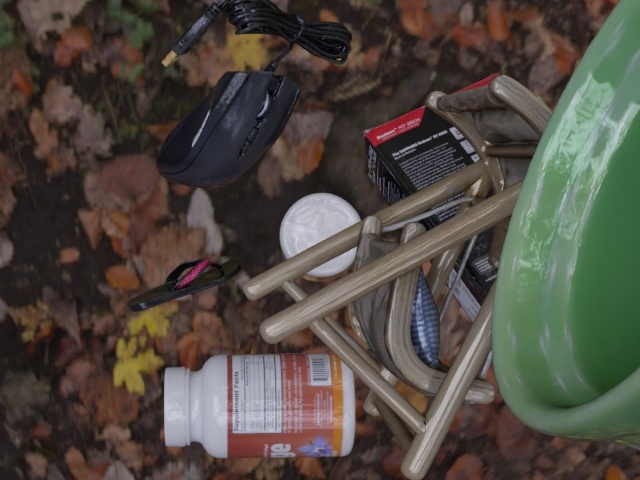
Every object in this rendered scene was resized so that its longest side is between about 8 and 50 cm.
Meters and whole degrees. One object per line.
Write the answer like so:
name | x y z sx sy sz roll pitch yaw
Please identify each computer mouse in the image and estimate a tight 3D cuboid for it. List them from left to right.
computer mouse | -0.097 -0.135 1.319 0.184 0.262 0.060 17 41 -46

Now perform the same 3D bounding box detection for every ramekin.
ramekin | 0.228 -0.017 0.694 0.148 0.303 0.303 22 67 -11

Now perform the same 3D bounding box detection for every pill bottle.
pill bottle | -0.071 0.191 1.514 0.216 0.121 0.121 0 68 -4
pill bottle | 0.000 0.000 1.883 0.117 0.208 0.118 0 85 -1

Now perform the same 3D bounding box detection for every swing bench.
swing bench | 0.087 0.016 1.010 0.165 0.253 0.255 44 89 -6

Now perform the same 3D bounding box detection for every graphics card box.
graphics card box | 0.245 -0.040 1.767 0.232 0.094 0.371 -25 58 -17

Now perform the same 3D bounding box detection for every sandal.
sandal | -0.190 0.053 1.840 0.179 0.067 0.040 -20 101 -26
